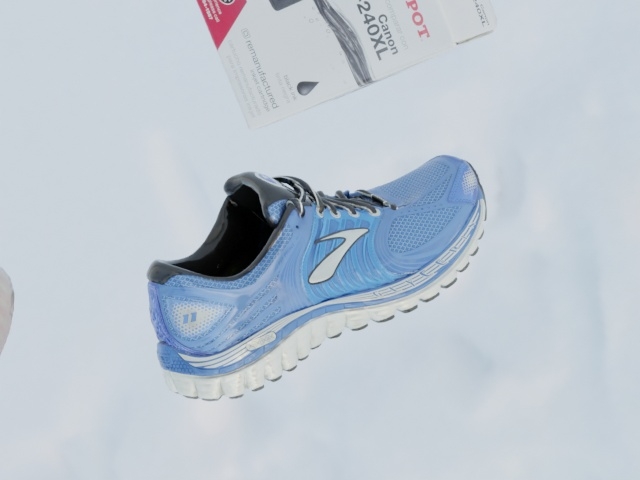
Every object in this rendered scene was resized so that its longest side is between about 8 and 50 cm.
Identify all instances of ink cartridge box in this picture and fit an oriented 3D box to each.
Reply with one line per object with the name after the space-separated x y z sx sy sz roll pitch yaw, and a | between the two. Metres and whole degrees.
0.011 -0.143 1.059 0.150 0.063 0.109 -20 94 31 | ink cartridge box

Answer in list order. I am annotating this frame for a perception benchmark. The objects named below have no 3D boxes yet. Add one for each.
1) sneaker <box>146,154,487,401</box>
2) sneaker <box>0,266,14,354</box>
0.000 0.000 1.498 0.130 0.330 0.147 13 127 55 | sneaker
-0.262 0.105 1.026 0.108 0.302 0.121 -12 140 22 | sneaker
